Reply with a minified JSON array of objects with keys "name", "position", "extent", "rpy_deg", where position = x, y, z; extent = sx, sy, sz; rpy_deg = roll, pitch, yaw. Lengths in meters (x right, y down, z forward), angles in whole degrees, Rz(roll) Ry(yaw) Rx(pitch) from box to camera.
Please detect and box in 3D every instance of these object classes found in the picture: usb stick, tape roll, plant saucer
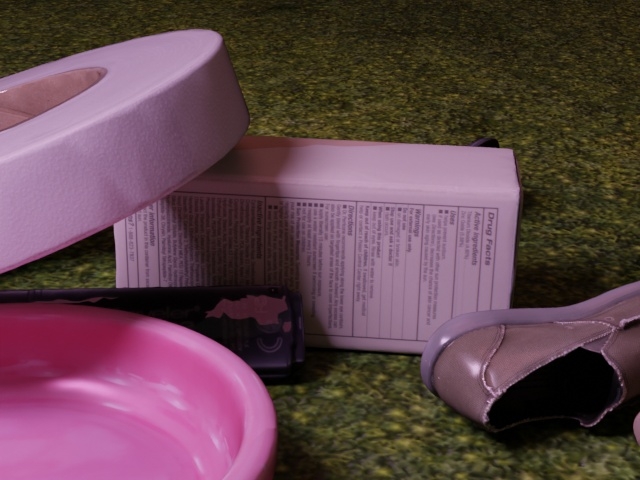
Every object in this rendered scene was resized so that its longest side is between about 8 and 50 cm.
[{"name":"usb stick","position":[-0.151,0.070,0.938],"extent":[0.278,0.045,0.077],"rpy_deg":[-1,64,-5]},{"name":"tape roll","position":[-0.245,-0.059,0.946],"extent":[0.392,0.072,0.392],"rpy_deg":[-16,19,6]},{"name":"plant saucer","position":[-0.190,0.138,0.740],"extent":[0.332,0.084,0.332],"rpy_deg":[1,22,0]}]

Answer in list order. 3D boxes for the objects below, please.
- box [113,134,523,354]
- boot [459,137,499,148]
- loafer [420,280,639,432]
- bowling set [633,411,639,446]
[{"name":"box","position":[0.000,0.000,1.021],"extent":[0.311,0.148,0.121],"rpy_deg":[4,21,4]},{"name":"boot","position":[0.031,-0.062,1.251],"extent":[0.229,0.091,0.263],"rpy_deg":[17,29,34]},{"name":"loafer","position":[0.199,0.092,0.890],"extent":[0.251,0.094,0.087],"rpy_deg":[-9,35,-13]},{"name":"bowling set","position":[0.340,0.116,0.757],"extent":[0.154,0.287,0.200],"rpy_deg":[-18,71,-25]}]
